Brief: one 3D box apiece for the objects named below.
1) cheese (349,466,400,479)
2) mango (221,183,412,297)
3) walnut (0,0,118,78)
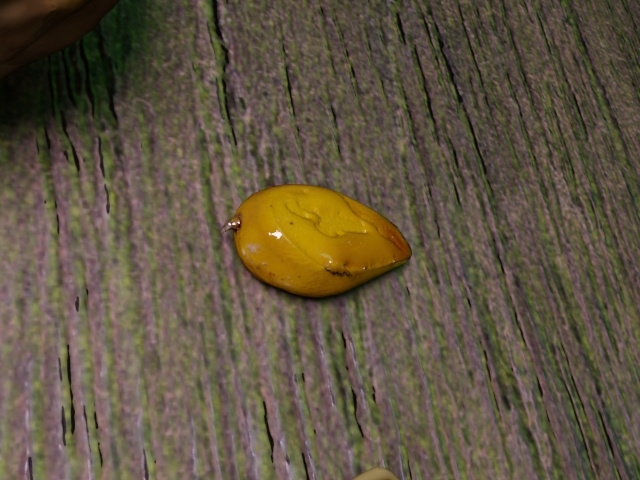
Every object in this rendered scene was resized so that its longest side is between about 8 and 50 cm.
[{"bbox_3d":[0.012,0.231,0.636,0.162,0.036,0.086,-22,75,-40],"label":"cheese"},{"bbox_3d":[0.000,0.000,0.751,0.187,0.066,0.101,1,54,-38],"label":"mango"},{"bbox_3d":[-0.277,-0.240,0.522,0.383,0.383,0.383,16,55,-24],"label":"walnut"}]
